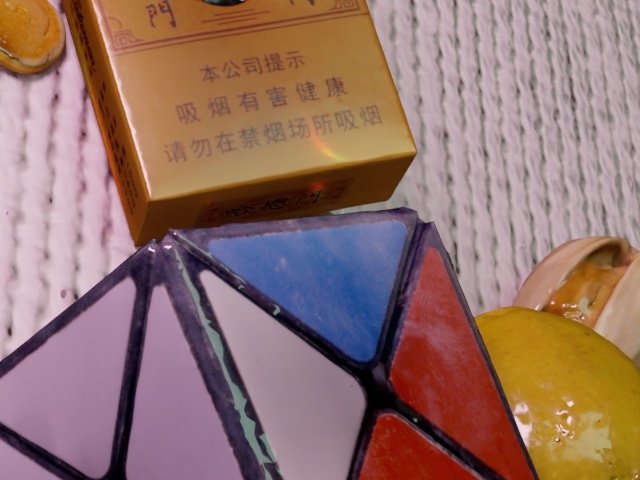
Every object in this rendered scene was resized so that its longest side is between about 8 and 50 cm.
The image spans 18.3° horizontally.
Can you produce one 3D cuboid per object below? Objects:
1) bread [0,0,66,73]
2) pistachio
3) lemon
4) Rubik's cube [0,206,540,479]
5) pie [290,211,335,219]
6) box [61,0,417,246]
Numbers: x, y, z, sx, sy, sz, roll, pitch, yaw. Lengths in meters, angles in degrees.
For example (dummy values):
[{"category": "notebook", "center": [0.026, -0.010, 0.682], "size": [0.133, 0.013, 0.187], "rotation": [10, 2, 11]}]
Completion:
[{"category": "bread", "center": [-0.282, -0.200, 1.825], "size": [0.110, 0.024, 0.110], "rotation": [22, 48, -27]}, {"category": "pistachio", "center": [0.271, 0.083, 2.012], "size": [0.157, 0.157, 0.229], "rotation": [48, 47, 0]}, {"category": "lemon", "center": [0.172, 0.187, 1.693], "size": [0.258, 0.258, 0.310], "rotation": [13, 22, -34]}, {"category": "Rubik's cube", "center": [-0.048, 0.177, 1.520], "size": [0.305, 0.310, 0.307], "rotation": [-6, 69, -47]}, {"category": "pie", "center": [0.000, 0.000, 1.923], "size": [0.085, 0.017, 0.085], "rotation": [23, 47, -27]}, {"category": "box", "center": [-0.101, -0.219, 1.844], "size": [0.264, 0.116, 0.415], "rotation": [-11, 70, -17]}]
